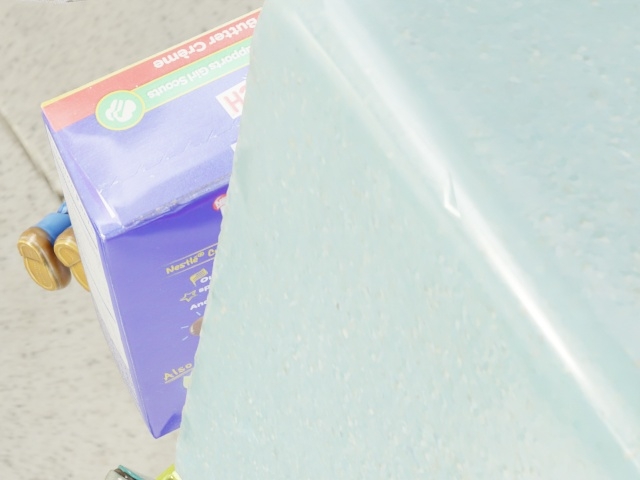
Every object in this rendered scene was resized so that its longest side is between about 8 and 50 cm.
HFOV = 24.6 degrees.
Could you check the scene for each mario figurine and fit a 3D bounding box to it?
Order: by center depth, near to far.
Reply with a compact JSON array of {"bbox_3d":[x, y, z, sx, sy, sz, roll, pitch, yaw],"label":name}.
[{"bbox_3d":[-0.181,-0.050,1.657,0.198,0.170,0.320,30,56,15],"label":"mario figurine"}]

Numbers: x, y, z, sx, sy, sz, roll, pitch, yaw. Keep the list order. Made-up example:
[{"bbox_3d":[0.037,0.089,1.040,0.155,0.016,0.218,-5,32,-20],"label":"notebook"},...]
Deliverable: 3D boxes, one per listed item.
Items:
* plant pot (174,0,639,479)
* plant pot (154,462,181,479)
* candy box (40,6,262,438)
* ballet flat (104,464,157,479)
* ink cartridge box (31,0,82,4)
[{"bbox_3d":[0.131,0.067,0.430,0.248,0.247,0.252,-17,55,-25],"label":"plant pot"},{"bbox_3d":[-0.039,0.289,1.464,0.228,0.227,0.207,38,84,19],"label":"plant pot"},{"bbox_3d":[-0.038,-0.020,1.044,0.268,0.317,0.122,-25,64,-14],"label":"candy box"},{"bbox_3d":[-0.136,0.230,1.247,0.168,0.057,0.052,33,82,-53],"label":"ballet flat"},{"bbox_3d":[-0.235,-0.344,1.549,0.395,0.270,0.151,-12,95,-69],"label":"ink cartridge box"}]
